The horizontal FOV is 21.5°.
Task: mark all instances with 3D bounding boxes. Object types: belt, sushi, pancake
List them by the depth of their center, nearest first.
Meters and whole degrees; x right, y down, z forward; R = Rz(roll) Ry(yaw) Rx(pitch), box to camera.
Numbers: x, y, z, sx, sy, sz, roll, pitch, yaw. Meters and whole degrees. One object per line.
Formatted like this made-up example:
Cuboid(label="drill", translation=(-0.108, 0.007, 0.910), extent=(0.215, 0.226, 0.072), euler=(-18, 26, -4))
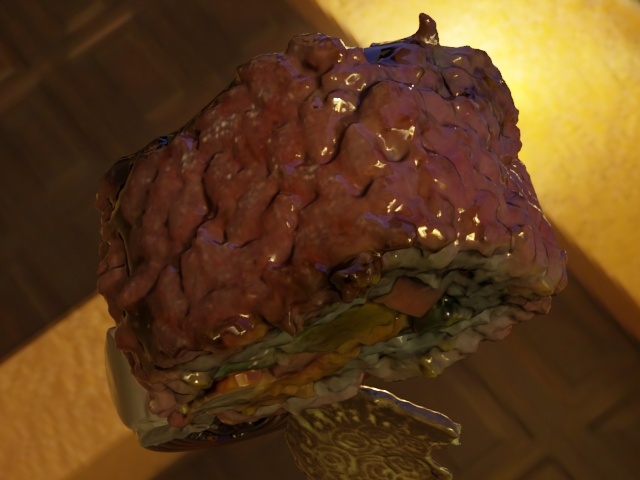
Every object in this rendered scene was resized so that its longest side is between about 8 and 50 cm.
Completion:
Cuboid(label="sushi", translation=(0.000, 0.000, 0.993), extent=(0.236, 0.270, 0.171), euler=(22, 46, -58))
Cuboid(label="pancake", translation=(0.091, 0.250, 1.772), extent=(0.288, 0.033, 0.286), euler=(31, -36, 0))
Cuboid(label="belt", translation=(-0.121, 0.154, 1.905), extent=(0.339, 0.217, 0.122), euler=(49, 25, -75))
